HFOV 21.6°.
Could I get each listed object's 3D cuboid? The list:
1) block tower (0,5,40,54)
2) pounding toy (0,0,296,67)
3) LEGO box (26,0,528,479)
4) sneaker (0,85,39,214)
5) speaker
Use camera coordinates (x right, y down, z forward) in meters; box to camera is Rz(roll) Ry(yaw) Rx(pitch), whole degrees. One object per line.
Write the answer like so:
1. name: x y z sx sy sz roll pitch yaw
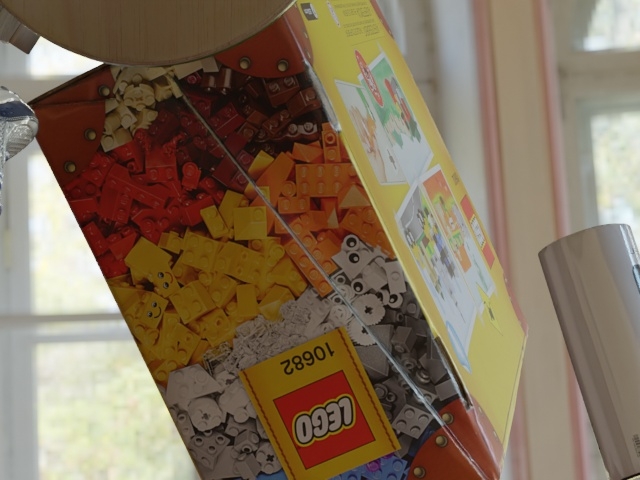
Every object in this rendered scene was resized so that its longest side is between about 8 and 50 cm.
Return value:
1. block tower: -0.299 -0.245 1.106 0.335 0.097 0.091 33 -1 18
2. pounding toy: -0.047 -0.190 0.715 0.183 0.237 0.110 37 16 7
3. LEGO box: 0.000 0.000 1.341 0.193 0.372 0.500 -24 4 12
4. sneaker: -0.145 -0.013 0.642 0.052 0.058 0.135 -53 -5 37
5. speaker: 0.162 0.061 0.905 0.055 0.136 0.055 -14 -17 -4
